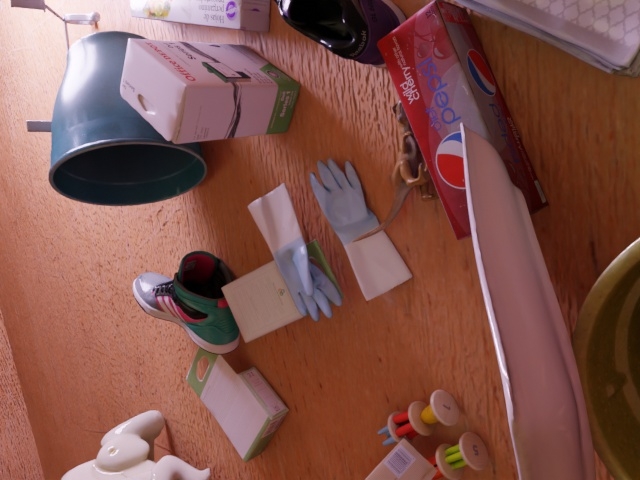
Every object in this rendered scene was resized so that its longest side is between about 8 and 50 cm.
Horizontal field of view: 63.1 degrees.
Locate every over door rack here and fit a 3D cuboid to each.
[{"bbox_3d":[-0.515,-0.356,1.085,0.324,0.108,0.240,-115,25,-71],"label":"over door rack"}]

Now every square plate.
[{"bbox_3d":[0.186,0.113,0.464,0.049,0.344,0.347,-11,125,18],"label":"square plate"}]

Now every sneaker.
[{"bbox_3d":[-0.282,0.093,1.073,0.295,0.124,0.178,25,124,26],"label":"sneaker"},{"bbox_3d":[-0.015,-0.337,0.702,0.283,0.124,0.107,43,127,25],"label":"sneaker"}]

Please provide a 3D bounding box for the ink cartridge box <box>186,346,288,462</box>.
[{"bbox_3d":[-0.184,0.326,1.105,0.235,0.056,0.171,46,128,26],"label":"ink cartridge box"}]

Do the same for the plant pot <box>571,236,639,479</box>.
[{"bbox_3d":[0.370,0.071,0.385,0.276,0.254,0.276,15,113,39],"label":"plant pot"}]

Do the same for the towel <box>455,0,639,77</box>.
[{"bbox_3d":[0.245,-0.372,0.505,0.332,0.053,0.317,39,125,27],"label":"towel"}]

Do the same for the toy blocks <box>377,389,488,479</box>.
[{"bbox_3d":[0.160,0.306,0.785,0.148,0.054,0.123,-45,71,41],"label":"toy blocks"}]

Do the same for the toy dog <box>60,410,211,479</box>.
[{"bbox_3d":[-0.424,0.646,1.204,0.408,0.395,0.285,26,111,44],"label":"toy dog"}]

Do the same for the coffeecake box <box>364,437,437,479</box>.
[{"bbox_3d":[0.085,0.401,0.784,0.068,0.142,0.185,40,145,23],"label":"coffeecake box"}]

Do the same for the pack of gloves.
[{"bbox_3d":[0.000,0.000,0.802,0.195,0.046,0.232,-31,81,23],"label":"pack of gloves"}]

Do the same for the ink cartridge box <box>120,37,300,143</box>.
[{"bbox_3d":[-0.168,-0.234,0.807,0.160,0.219,0.093,41,127,26],"label":"ink cartridge box"}]

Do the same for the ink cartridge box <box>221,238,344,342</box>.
[{"bbox_3d":[-0.058,0.085,0.894,0.209,0.062,0.109,-28,83,23],"label":"ink cartridge box"}]

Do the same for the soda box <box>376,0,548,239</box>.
[{"bbox_3d":[0.168,-0.141,0.622,0.092,0.083,0.263,-24,86,43],"label":"soda box"}]

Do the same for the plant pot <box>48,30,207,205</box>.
[{"bbox_3d":[-0.370,-0.232,0.979,0.271,0.271,0.255,-27,70,44],"label":"plant pot"}]

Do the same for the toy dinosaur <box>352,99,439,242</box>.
[{"bbox_3d":[0.118,-0.081,0.715,0.112,0.064,0.212,30,113,54],"label":"toy dinosaur"}]

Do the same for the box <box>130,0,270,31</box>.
[{"bbox_3d":[-0.221,-0.411,0.909,0.324,0.067,0.063,22,118,35],"label":"box"}]
